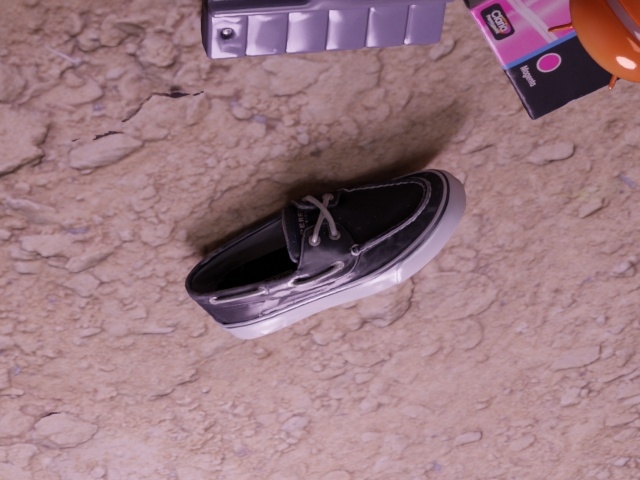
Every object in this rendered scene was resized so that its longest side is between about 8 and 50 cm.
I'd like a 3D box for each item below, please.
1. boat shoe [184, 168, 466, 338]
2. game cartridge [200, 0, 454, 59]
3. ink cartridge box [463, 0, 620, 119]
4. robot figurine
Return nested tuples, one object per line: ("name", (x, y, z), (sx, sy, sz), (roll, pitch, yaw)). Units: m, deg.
("boat shoe", (0.000, 0.000, 1.890), (0.301, 0.108, 0.102), (-24, 140, 22))
("game cartridge", (0.018, -0.302, 1.586), (0.230, 0.068, 0.355), (-2, 138, -7))
("ink cartridge box", (0.324, -0.257, 1.721), (0.371, 0.069, 0.176), (-27, 137, 11))
("robot figurine", (0.304, -0.223, 1.610), (0.219, 0.128, 0.158), (-40, 162, 24))
